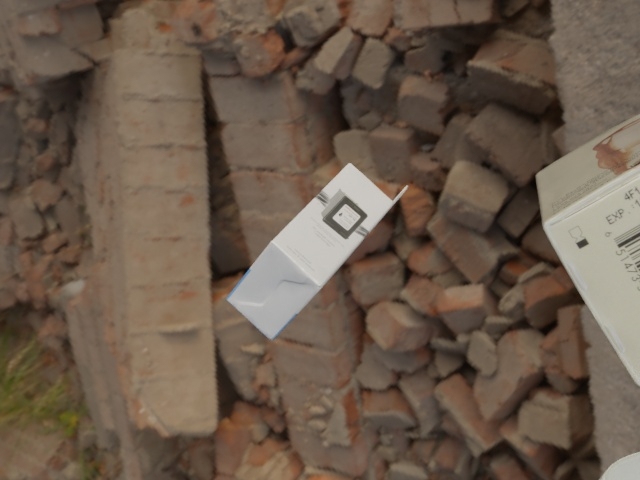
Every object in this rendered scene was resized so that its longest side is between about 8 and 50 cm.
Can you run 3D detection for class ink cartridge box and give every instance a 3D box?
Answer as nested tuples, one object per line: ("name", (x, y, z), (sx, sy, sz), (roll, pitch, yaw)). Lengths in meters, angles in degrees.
("ink cartridge box", (0.000, 0.000, 0.904), (0.060, 0.180, 0.104), (42, 135, 1))

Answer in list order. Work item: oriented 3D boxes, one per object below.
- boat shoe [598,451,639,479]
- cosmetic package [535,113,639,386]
("boat shoe", (0.259, 0.182, 0.577), (0.219, 0.078, 0.070), (12, 140, -9))
("cosmetic package", (0.276, -0.009, 0.826), (0.129, 0.296, 0.153), (-32, 95, 15))
